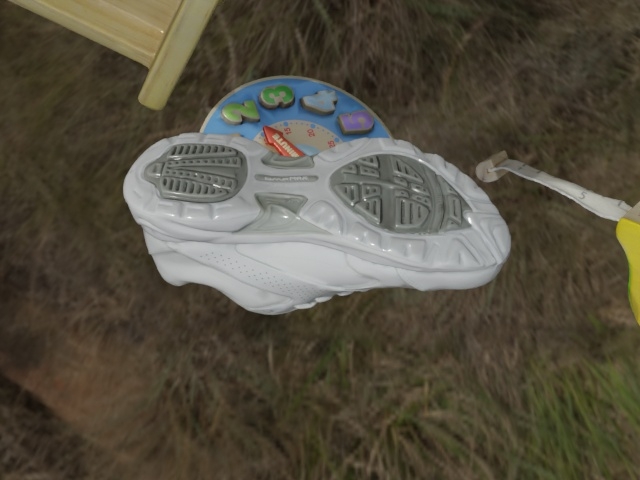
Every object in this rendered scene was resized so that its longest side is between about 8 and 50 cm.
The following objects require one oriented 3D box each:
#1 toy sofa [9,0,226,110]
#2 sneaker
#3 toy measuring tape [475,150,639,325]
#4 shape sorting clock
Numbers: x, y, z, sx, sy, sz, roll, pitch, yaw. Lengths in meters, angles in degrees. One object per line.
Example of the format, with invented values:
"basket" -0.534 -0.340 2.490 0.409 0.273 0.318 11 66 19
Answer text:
"toy sofa" -0.197 -0.242 0.744 0.362 0.177 0.150 24 145 -10
"sneaker" 0.000 0.000 0.833 0.232 0.090 0.115 9 141 10
"toy measuring tape" 0.285 0.023 1.242 0.330 0.121 0.121 24 108 25
"shape sorting clock" -0.016 -0.065 1.265 0.206 0.040 0.206 5 66 -11
